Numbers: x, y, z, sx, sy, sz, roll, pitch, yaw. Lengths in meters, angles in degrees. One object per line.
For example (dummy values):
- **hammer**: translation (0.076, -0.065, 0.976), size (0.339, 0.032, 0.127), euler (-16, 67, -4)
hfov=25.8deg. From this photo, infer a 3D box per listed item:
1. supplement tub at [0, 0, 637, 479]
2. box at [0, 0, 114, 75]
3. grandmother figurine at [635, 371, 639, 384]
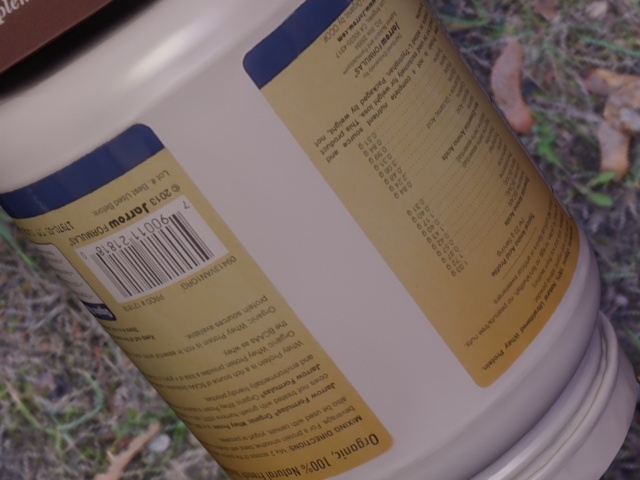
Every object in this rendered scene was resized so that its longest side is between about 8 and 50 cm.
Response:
- **supplement tub**: translation (0.000, 0.000, 0.712), size (0.228, 0.228, 0.316), euler (-37, 110, -3)
- **box**: translation (-0.225, -0.196, 0.757), size (0.191, 0.381, 0.143), euler (-33, 118, -1)
- **grandmother figurine**: translation (0.273, 0.215, 0.733), size (0.208, 0.104, 0.342), euler (-23, 87, 31)
